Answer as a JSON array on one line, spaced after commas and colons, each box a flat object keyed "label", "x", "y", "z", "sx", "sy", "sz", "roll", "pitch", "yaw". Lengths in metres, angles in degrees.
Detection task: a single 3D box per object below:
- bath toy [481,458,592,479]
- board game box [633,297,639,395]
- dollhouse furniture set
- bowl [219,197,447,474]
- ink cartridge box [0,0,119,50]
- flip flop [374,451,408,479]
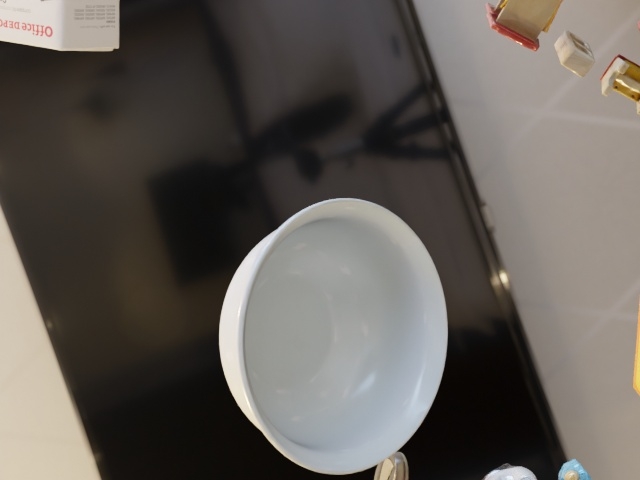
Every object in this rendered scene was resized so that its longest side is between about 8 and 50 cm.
[{"label": "bath toy", "x": 0.162, "y": 0.355, "z": 1.390, "sx": 0.129, "sy": 0.348, "sz": 0.151, "roll": 51, "pitch": -149, "yaw": -83}, {"label": "board game box", "x": 0.704, "y": 0.167, "z": 1.651, "sx": 0.356, "sy": 0.356, "sz": 0.356, "roll": -118, "pitch": 12, "yaw": -45}, {"label": "dollhouse furniture set", "x": 0.532, "y": -0.438, "z": 2.269, "sx": 0.374, "sy": 0.201, "sz": 0.152, "roll": 27, "pitch": -153, "yaw": -9}, {"label": "bowl", "x": -0.007, "y": 0.104, "z": 1.289, "sx": 0.134, "sy": 0.298, "sz": 0.298, "roll": -1, "pitch": 113, "yaw": 51}, {"label": "ink cartridge box", "x": -0.357, "y": -0.377, "z": 1.528, "sx": 0.172, "sy": 0.100, "sz": 0.237, "roll": 15, "pitch": 108, "yaw": 38}, {"label": "flip flop", "x": 0.131, "y": 0.400, "z": 1.487, "sx": 0.112, "sy": 0.080, "sz": 0.277, "roll": -164, "pitch": 57, "yaw": -79}]
